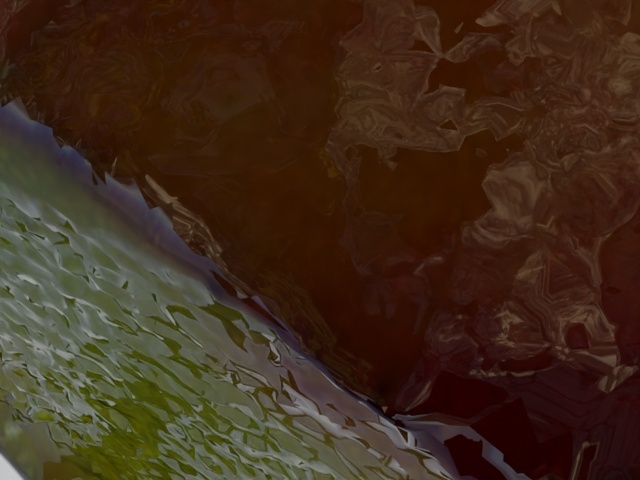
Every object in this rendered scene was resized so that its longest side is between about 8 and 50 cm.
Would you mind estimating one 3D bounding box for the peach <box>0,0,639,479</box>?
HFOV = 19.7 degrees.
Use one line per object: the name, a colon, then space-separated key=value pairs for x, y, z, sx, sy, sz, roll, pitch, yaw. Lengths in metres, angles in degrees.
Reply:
peach: x=0.020 y=-0.007 z=0.589 sx=0.310 sy=0.335 sz=0.406 roll=-39 pitch=-150 yaw=-29
